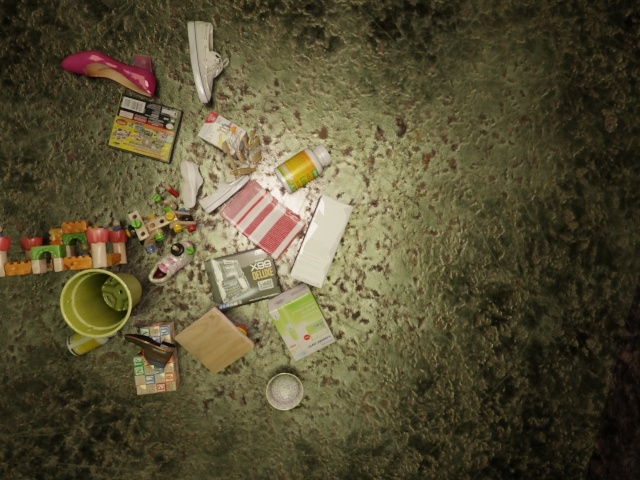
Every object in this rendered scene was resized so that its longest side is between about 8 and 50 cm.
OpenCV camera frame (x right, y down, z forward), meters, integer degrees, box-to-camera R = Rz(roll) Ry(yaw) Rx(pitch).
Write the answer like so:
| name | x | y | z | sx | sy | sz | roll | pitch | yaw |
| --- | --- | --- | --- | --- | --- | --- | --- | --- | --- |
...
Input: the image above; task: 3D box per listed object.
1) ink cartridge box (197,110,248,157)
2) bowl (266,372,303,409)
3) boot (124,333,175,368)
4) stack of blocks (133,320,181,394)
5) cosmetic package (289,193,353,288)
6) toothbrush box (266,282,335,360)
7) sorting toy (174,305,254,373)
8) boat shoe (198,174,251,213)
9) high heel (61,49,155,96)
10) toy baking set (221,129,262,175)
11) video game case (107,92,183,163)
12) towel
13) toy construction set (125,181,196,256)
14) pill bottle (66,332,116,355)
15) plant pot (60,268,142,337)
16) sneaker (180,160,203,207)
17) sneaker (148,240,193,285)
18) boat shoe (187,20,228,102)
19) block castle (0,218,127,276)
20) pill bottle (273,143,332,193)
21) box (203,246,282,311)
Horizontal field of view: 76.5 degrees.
| name | x | y | z | sx | sy | sz | roll | pitch | yaw |
| --- | --- | --- | --- | --- | --- | --- | --- | --- | --- |
| ink cartridge box | -0.427 | -0.464 | 1.810 | 0.176 | 0.127 | 0.128 | 29 | 89 | -5 |
| bowl | -0.165 | 0.686 | 1.886 | 0.170 | 0.080 | 0.170 | 0 | 92 | -4 |
| boot | -0.750 | 0.476 | 1.750 | 0.219 | 0.082 | 0.106 | 19 | 87 | -6 |
| stack of blocks | -0.743 | 0.528 | 1.837 | 0.171 | 0.087 | 0.297 | -5 | 92 | -4 |
| cosmetic package | 0.000 | 0.000 | 1.813 | 0.156 | 0.217 | 0.385 | 20 | 89 | -4 |
| toothbrush box | -0.088 | 0.363 | 1.827 | 0.206 | 0.122 | 0.283 | -25 | 112 | -3 |
| sorting toy | -0.464 | 0.433 | 1.819 | 0.257 | 0.089 | 0.255 | -36 | 107 | 19 |
| boat shoe | -0.435 | -0.226 | 1.833 | 0.258 | 0.095 | 0.084 | -38 | 98 | -3 |
| high heel | -0.918 | -0.713 | 1.763 | 0.377 | 0.127 | 0.181 | -6 | 82 | -7 |
| toy baking set | -0.346 | -0.378 | 1.772 | 0.030 | 0.256 | 0.197 | 19 | 118 | 28 |
| video game case | -0.786 | -0.502 | 1.831 | 0.274 | 0.035 | 0.248 | 15 | 90 | -5 |
| towel | -0.254 | -0.096 | 1.836 | 0.329 | 0.037 | 0.237 | 40 | 66 | -4 |
| toy construction set | -0.680 | -0.101 | 1.712 | 0.257 | 0.237 | 0.309 | -4 | 74 | 4 |
| pill bottle | -1.013 | 0.429 | 1.808 | 0.184 | 0.103 | 0.103 | -26 | 93 | -3 |
| plant pot | -0.897 | 0.242 | 1.733 | 0.276 | 0.254 | 0.276 | 0 | 93 | -3 |
| sneaker | -0.568 | -0.251 | 1.828 | 0.080 | 0.094 | 0.212 | -6 | 87 | 35 |
| sneaker | -0.669 | 0.108 | 1.818 | 0.103 | 0.111 | 0.252 | 40 | 89 | -4 |
| boat shoe | -0.488 | -0.794 | 1.805 | 0.156 | 0.136 | 0.367 | -7 | 83 | -7 |
| block castle | -1.070 | 0.019 | 1.693 | 0.453 | 0.303 | 0.213 | -5 | 90 | -5 |
| pill bottle | -0.075 | -0.329 | 1.834 | 0.245 | 0.136 | 0.136 | -33 | 94 | -2 |
| box | -0.349 | 0.170 | 1.860 | 0.307 | 0.076 | 0.242 | -14 | 92 | -3 |
